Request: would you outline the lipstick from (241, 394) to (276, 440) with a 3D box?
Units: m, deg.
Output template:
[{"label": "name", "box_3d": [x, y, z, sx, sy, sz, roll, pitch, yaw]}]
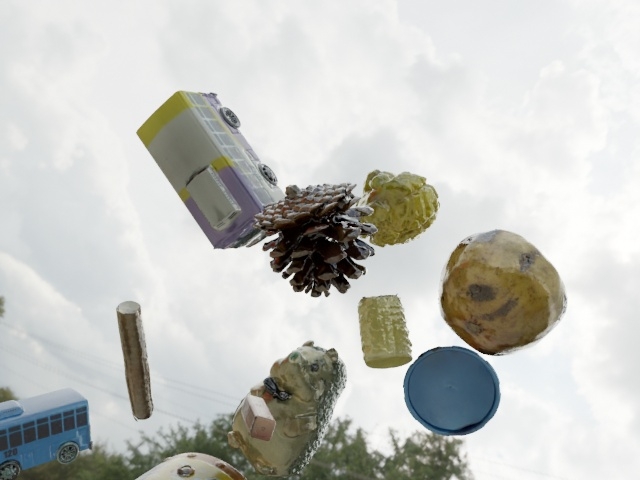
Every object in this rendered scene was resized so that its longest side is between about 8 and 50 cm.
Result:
[{"label": "lipstick", "box_3d": [-0.127, 0.356, 1.196, 0.045, 0.045, 0.145, 18, -3, -15]}]

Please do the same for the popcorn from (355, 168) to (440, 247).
[{"label": "popcorn", "box_3d": [0.192, -0.088, 1.534, 0.200, 0.203, 0.226, 32, -67, -13]}]

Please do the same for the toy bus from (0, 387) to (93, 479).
[{"label": "toy bus", "box_3d": [-0.458, 0.297, 0.907, 0.090, 0.185, 0.106, 11, -77, 46]}]

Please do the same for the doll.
[{"label": "doll", "box_3d": [-0.073, 0.419, 1.505, 0.247, 0.349, 0.247, 38, -16, 13]}]

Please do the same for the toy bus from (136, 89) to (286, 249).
[{"label": "toy bus", "box_3d": [-0.291, -0.191, 1.668, 0.209, 0.249, 0.439, -36, -94, 21]}]

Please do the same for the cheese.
[{"label": "cheese", "box_3d": [0.155, 0.224, 1.450, 0.093, 0.123, 0.167, 100, -15, -57]}]

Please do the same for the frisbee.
[{"label": "frisbee", "box_3d": [0.329, 0.375, 1.490, 0.242, 0.045, 0.241, 2, -80, 11]}]

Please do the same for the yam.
[{"label": "yam", "box_3d": [-0.325, 0.221, 1.044, 0.046, 0.046, 0.263, 24, -53, 31]}]

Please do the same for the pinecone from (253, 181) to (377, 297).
[{"label": "pinecone", "box_3d": [0.000, -0.002, 1.234, 0.264, 0.264, 0.264, 26, -45, 29]}]

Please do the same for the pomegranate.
[{"label": "pomegranate", "box_3d": [0.393, 0.115, 1.309, 0.281, 0.281, 0.281, 26, -45, 29]}]

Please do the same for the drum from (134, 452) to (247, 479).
[{"label": "drum", "box_3d": [-0.339, 0.756, 1.452, 0.432, 0.214, 0.430, 2, -85, 23]}]
